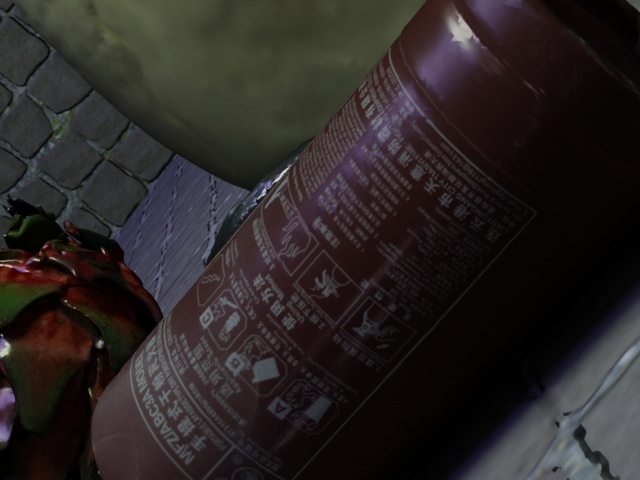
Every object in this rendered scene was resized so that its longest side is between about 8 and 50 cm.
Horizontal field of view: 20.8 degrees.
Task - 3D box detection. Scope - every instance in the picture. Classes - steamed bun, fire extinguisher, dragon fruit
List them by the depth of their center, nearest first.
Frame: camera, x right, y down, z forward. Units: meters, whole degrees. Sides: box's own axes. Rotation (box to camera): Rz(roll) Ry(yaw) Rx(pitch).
[{"bbox_3d":[0.002,0.028,0.557,0.269,0.105,0.105,-50,9,23],"label":"fire extinguisher"},{"bbox_3d":[0.001,-0.206,0.827,0.334,0.312,0.233,-42,14,16],"label":"steamed bun"},{"bbox_3d":[-0.182,0.084,1.097,0.188,0.182,0.182,-46,6,-22],"label":"dragon fruit"}]

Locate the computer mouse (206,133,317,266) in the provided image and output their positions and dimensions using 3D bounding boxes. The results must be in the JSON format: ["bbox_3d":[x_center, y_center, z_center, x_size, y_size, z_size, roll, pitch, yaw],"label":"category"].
[{"bbox_3d":[0.000,0.000,0.750,0.135,0.079,0.047,-39,-7,17],"label":"computer mouse"}]
